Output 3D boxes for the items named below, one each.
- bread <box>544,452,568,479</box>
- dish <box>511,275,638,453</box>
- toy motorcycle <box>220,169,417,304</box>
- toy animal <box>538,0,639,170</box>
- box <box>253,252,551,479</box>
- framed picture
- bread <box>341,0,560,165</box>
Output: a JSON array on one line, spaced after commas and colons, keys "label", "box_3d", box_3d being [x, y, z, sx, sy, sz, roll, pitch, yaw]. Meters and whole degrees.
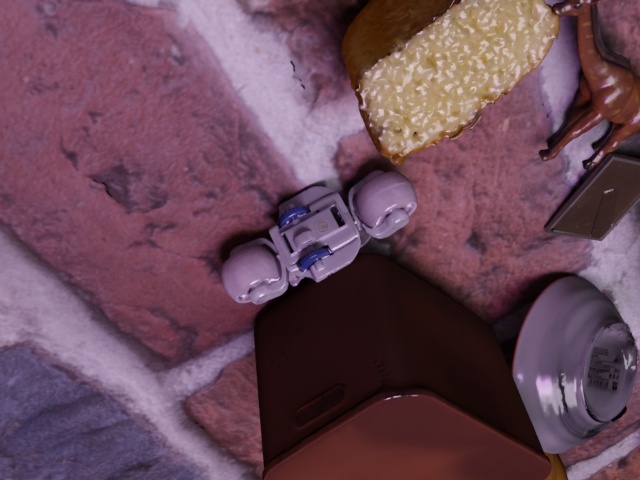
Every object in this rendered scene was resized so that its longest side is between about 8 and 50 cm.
[{"label": "bread", "box_3d": [0.307, 0.361, 1.500, 0.149, 0.195, 0.344, -17, 137, 18]}, {"label": "dish", "box_3d": [0.385, 0.184, 1.354, 0.260, 0.085, 0.260, -4, 96, -42]}, {"label": "toy motorcycle", "box_3d": [0.000, 0.000, 1.131, 0.254, 0.112, 0.112, -28, 134, 2]}, {"label": "toy animal", "box_3d": [0.321, -0.187, 1.114, 0.224, 0.066, 0.230, 4, 136, -24]}, {"label": "box", "box_3d": [0.096, 0.202, 1.218, 0.239, 0.229, 0.339, -35, 135, 25]}, {"label": "framed picture", "box_3d": [0.386, -0.056, 1.281, 0.109, 0.011, 0.149, 9, 134, -29]}, {"label": "bread", "box_3d": [0.117, -0.204, 0.965, 0.229, 0.139, 0.143, -36, 135, -1]}]
